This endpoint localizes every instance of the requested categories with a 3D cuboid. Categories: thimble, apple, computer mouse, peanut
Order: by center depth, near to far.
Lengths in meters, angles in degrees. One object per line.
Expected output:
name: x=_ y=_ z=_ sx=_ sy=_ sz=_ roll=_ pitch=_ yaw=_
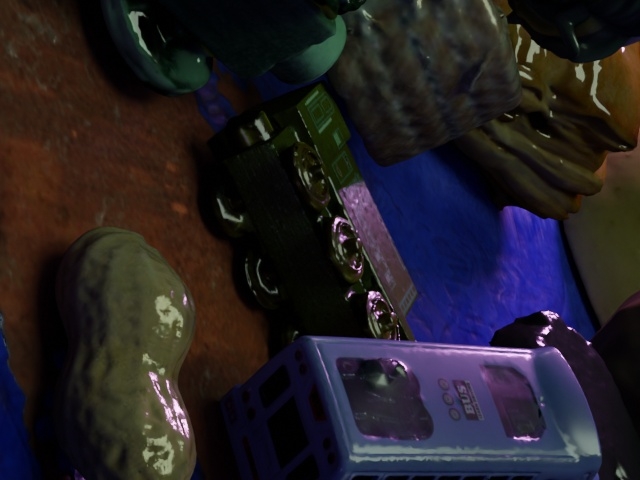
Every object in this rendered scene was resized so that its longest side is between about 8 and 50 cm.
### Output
peanut: x=-0.110 y=0.074 z=0.883 sx=0.082 sy=0.082 sz=0.187 roll=38 pitch=41 yaw=-49
thimble: x=0.064 y=-0.165 z=1.244 sx=0.196 sy=0.148 sz=0.229 roll=63 pitch=6 yaw=-13
computer mouse: x=0.222 y=0.224 z=1.394 sx=0.183 sy=0.116 sz=0.323 roll=9 pitch=58 yaw=-58
apple: x=0.415 y=0.028 z=1.927 sx=0.320 sy=0.311 sz=0.360 roll=-35 pitch=109 yaw=-16

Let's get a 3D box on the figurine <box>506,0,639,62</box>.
figurine: x=0.207 y=-0.319 z=1.297 sx=0.186 sy=0.261 sz=0.382 roll=-5 pitch=70 yaw=-29

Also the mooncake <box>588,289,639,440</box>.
mooncake: x=0.392 y=0.171 z=1.564 sx=0.155 sy=0.284 sz=0.284 roll=-31 pitch=101 yaw=-63

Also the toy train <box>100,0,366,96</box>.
toy train: x=-0.125 y=-0.285 z=0.998 sx=0.442 sy=0.179 sz=0.272 roll=41 pitch=33 yaw=-44

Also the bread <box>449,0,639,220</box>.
bread: x=0.196 y=-0.221 z=1.548 sx=0.370 sy=0.191 sz=0.314 roll=45 pitch=38 yaw=-40

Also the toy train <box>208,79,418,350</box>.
toy train: x=0.000 y=0.000 z=1.139 sx=0.225 sy=0.090 sz=0.137 roll=65 pitch=24 yaw=-13

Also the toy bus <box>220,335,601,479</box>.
toy bus: x=0.087 y=0.138 z=1.065 sx=0.292 sy=0.133 sz=0.125 roll=6 pitch=52 yaw=-36
